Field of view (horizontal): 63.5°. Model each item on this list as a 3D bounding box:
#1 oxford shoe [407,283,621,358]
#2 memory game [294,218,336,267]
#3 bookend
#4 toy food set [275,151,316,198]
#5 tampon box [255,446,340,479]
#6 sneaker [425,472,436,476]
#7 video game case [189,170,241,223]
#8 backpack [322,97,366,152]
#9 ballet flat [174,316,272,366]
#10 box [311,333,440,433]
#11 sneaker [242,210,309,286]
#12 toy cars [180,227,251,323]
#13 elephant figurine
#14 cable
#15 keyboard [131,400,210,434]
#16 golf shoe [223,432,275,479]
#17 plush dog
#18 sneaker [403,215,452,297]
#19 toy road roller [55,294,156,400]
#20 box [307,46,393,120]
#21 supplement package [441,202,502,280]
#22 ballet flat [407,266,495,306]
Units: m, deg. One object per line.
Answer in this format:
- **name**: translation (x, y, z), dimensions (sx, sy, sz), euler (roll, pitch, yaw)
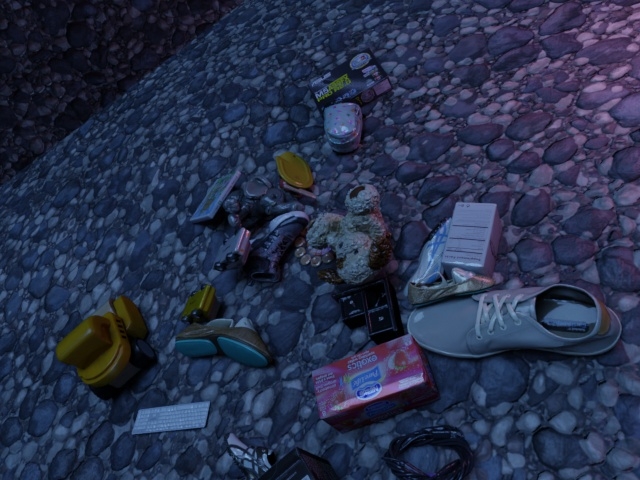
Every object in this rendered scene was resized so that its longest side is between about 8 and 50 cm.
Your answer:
- **oxford shoe**: translation (0.402, 0.170, 1.136), dimensions (0.448, 0.130, 0.169), euler (-4, 58, 30)
- **memory game**: translation (0.000, 0.000, 1.567), dimensions (0.186, 0.012, 0.186), euler (-15, 52, 20)
- **bookend**: translation (0.121, 0.195, 1.317), dimensions (0.157, 0.072, 0.156), euler (-20, 51, 17)
- **toy food set**: translation (-0.096, -0.201, 1.707), dimensions (0.071, 0.128, 0.218), euler (-55, 33, 36)
- **tampon box**: translation (-0.037, 0.535, 1.106), dimensions (0.120, 0.161, 0.101), euler (-41, 48, 0)
- **sneaker**: translation (0.173, 0.564, 1.003), dimensions (0.095, 0.105, 0.237), euler (21, 69, 40)
- **video game case**: translation (-0.374, -0.151, 1.825), dimensions (0.212, 0.023, 0.194), euler (-5, 52, 59)
- **backpack**: translation (0.071, -0.383, 1.727), dimensions (0.151, 0.115, 0.182), euler (-9, 61, 15)
- **ballet flat**: translation (-0.263, 0.277, 1.476), dimensions (0.342, 0.116, 0.124), euler (-4, 37, 33)
- **box**: translation (0.125, 0.330, 1.181), dimensions (0.256, 0.128, 0.123), euler (-24, 49, 13)
- **sneaker**: translation (-0.130, 0.034, 1.560), dimensions (0.268, 0.101, 0.153), euler (-35, 49, 16)
- **toy cars**: translation (-0.300, 0.122, 1.552), dimensions (0.394, 0.087, 0.176), euler (-56, 23, 17)
- **elephant figurine**: translation (-0.184, -0.124, 1.684), dimensions (0.239, 0.169, 0.186), euler (-25, 86, 5)
- **cable**: translation (0.217, 0.449, 1.060), dimensions (0.184, 0.047, 0.151), euler (-9, 24, 8)
- **keyboard**: translation (-0.422, 0.500, 1.456), dimensions (0.255, 0.014, 0.072), euler (-13, 53, 22)
- **golf shoe**: translation (-0.159, 0.529, 1.253), dimensions (0.093, 0.077, 0.198), euler (-37, 50, -18)
- **plush dog**: translation (0.101, 0.018, 1.364), dimensions (0.262, 0.210, 0.226), euler (-35, 36, 39)
- **sneaker**: translation (0.290, 0.051, 1.314), dimensions (0.086, 0.085, 0.237), euler (24, 82, 2)
- **toy road roller**: translation (-0.681, 0.301, 1.594), dimensions (0.202, 0.241, 0.329), euler (-40, 47, -2)
- **box**: translation (0.102, -0.559, 1.874), dimensions (0.269, 0.060, 0.216), euler (-28, 49, 11)
- **supplement package**: translation (0.377, 0.008, 1.279), dimensions (0.105, 0.105, 0.180), euler (5, 61, 30)
- **ballet flat**: translation (0.300, 0.101, 1.209), dimensions (0.206, 0.073, 0.067), euler (-16, 95, 14)
